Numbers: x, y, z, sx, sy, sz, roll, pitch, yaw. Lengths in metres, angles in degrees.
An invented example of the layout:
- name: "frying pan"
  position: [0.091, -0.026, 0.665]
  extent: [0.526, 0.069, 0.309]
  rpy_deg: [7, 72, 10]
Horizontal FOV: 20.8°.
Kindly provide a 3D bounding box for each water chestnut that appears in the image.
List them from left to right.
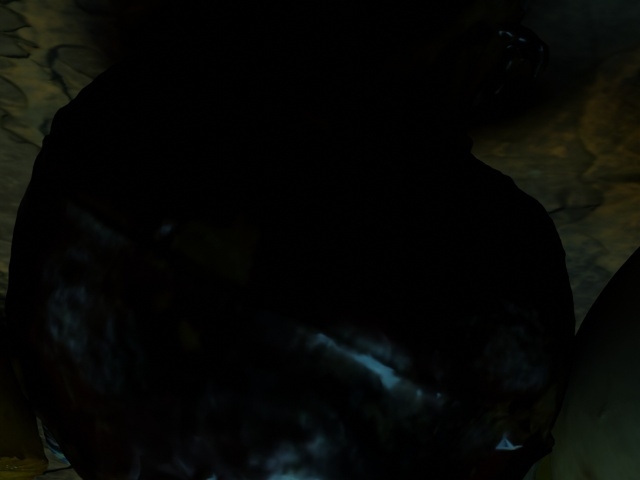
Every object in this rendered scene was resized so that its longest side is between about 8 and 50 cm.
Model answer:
- name: "water chestnut"
  position: [0.000, 0.000, 0.921]
  extent: [0.335, 0.347, 0.335]
  rpy_deg: [22, -166, -6]

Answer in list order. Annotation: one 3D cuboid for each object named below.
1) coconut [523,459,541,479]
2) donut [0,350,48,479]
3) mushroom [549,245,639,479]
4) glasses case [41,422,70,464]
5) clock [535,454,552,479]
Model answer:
- name: "coconut"
  position: [0.027, 0.178, 1.239]
  extent: [0.254, 0.297, 0.297]
  rpy_deg: [12, 155, -9]
- name: "donut"
  position: [-0.356, 0.145, 1.410]
  extent: [0.277, 0.108, 0.277]
  rpy_deg: [-4, 167, -1]
- name: "mushroom"
  position: [0.309, 0.101, 0.965]
  extent: [0.362, 0.294, 0.362]
  rpy_deg: [-25, 161, -9]
- name: "glasses case"
  position: [-0.165, 0.127, 1.422]
  extent: [0.125, 0.076, 0.327]
  rpy_deg: [5, 156, -3]
- name: "clock"
  position: [0.220, 0.239, 1.596]
  extent: [0.293, 0.071, 0.277]
  rpy_deg: [8, 156, 21]
